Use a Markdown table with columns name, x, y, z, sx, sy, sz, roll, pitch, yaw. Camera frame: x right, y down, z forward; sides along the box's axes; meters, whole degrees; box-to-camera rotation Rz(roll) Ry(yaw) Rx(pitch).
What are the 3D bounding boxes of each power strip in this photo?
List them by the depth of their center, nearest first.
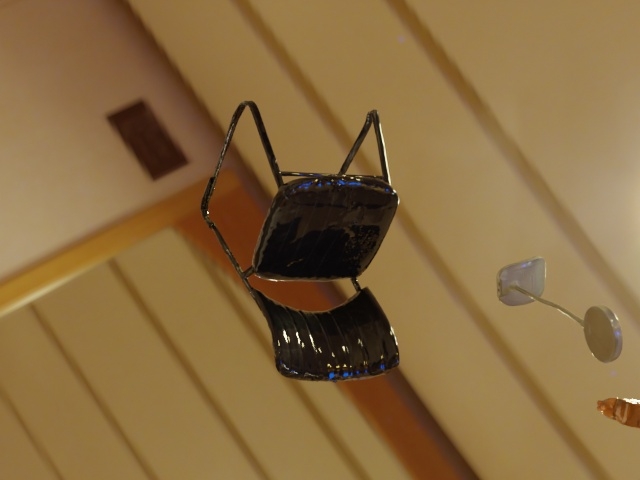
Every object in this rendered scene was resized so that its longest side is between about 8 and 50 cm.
| name | x | y | z | sx | sy | sz | roll | pitch | yaw |
| --- | --- | --- | --- | --- | --- | --- | --- | --- | --- |
| power strip | 0.384 | 0.197 | 1.602 | 0.178 | 0.049 | 0.028 | 11 | -88 | 27 |

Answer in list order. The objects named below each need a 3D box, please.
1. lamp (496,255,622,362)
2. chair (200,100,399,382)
| name | x | y | z | sx | sy | sz | roll | pitch | yaw |
| --- | --- | --- | --- | --- | --- | --- | --- | --- | --- |
| lamp | 0.227 | 0.060 | 1.340 | 0.198 | 0.056 | 0.050 | -146 | -130 | -63 |
| chair | 0.000 | 0.000 | 1.317 | 0.145 | 0.140 | 0.221 | -65 | -145 | 40 |
